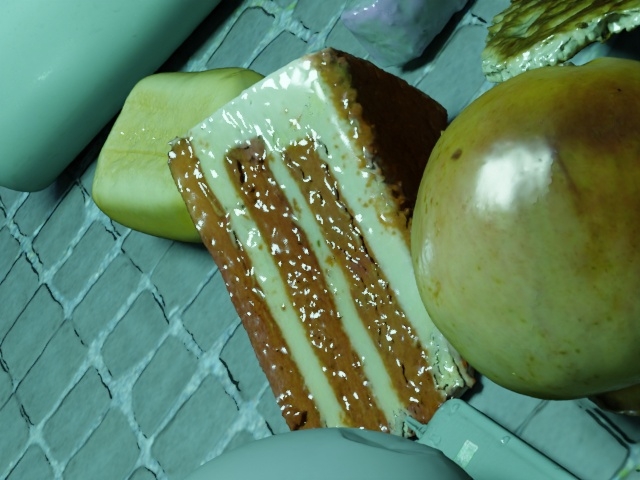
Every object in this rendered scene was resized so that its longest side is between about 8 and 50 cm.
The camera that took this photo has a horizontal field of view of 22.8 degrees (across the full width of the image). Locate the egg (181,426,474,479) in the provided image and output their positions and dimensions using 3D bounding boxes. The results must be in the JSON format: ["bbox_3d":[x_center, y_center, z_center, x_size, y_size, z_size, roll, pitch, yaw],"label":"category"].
[{"bbox_3d":[-0.006,0.190,0.867,0.232,0.176,0.176,-33,39,33],"label":"egg"}]

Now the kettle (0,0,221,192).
[{"bbox_3d":[-0.225,-0.222,1.554,0.318,0.265,0.205,-44,65,20],"label":"kettle"}]

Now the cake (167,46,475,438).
[{"bbox_3d":[0.000,0.000,1.047,0.158,0.160,0.262,-34,40,28],"label":"cake"}]

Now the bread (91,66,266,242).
[{"bbox_3d":[-0.097,-0.065,1.294,0.217,0.098,0.147,14,74,59],"label":"bread"}]

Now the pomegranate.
[{"bbox_3d":[0.141,-0.003,0.840,0.191,0.191,0.191,-34,38,32],"label":"pomegranate"}]

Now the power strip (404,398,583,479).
[{"bbox_3d":[0.115,0.149,0.882,0.060,0.027,0.253,-58,32,0],"label":"power strip"}]

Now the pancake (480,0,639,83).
[{"bbox_3d":[0.205,-0.146,0.950,0.212,0.056,0.257,-18,16,19],"label":"pancake"}]

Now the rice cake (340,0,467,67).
[{"bbox_3d":[0.145,-0.287,1.194,0.365,0.073,0.056,-53,30,2],"label":"rice cake"}]
